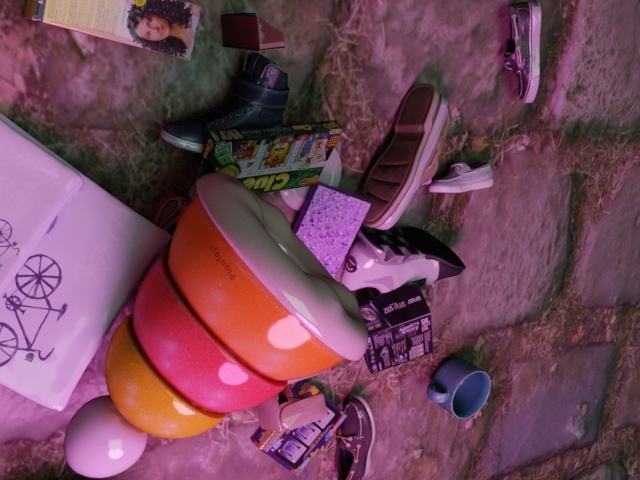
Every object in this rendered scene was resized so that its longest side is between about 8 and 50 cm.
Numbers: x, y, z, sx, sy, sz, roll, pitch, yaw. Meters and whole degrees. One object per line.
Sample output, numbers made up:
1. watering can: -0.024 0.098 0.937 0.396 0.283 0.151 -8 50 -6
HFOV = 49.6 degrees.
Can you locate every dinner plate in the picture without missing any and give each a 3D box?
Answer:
1. dinner plate: -0.015 -0.121 1.300 0.141 0.017 0.141 -14 115 -32

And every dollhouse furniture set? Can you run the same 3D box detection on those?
1. dollhouse furniture set: -0.130 0.226 1.240 0.161 0.212 0.242 -11 88 -34

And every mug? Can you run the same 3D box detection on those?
1. mug: 0.325 0.347 1.677 0.157 0.097 0.129 40 84 -38

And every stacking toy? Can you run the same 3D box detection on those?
1. stacking toy: -0.201 0.166 1.029 0.480 0.351 0.350 -41 128 4

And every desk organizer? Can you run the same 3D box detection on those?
1. desk organizer: -0.107 -0.326 1.078 0.047 0.130 0.050 -16 115 -29

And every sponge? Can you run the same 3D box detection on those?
1. sponge: 0.000 0.000 1.322 0.117 0.031 0.210 19 104 -25

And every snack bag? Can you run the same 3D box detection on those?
1. snack bag: -0.413 0.033 0.949 0.342 0.037 0.323 39 65 -26

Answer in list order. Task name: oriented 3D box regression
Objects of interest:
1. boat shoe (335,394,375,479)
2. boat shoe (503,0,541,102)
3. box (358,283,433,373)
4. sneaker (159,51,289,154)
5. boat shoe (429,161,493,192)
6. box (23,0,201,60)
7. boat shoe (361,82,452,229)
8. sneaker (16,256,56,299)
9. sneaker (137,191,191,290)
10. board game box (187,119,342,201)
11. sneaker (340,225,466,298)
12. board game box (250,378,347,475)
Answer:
1. boat shoe: 0.071 0.451 1.548 0.068 0.081 0.228 -19 121 -33
2. boat shoe: 0.424 -0.397 1.474 0.070 0.078 0.219 -7 121 4
3. box: 0.151 0.186 1.434 0.147 0.078 0.180 -19 145 -2
4. sneaker: -0.146 -0.222 1.110 0.226 0.086 0.164 -8 124 -43
5. boat shoe: 0.305 -0.138 1.494 0.184 0.066 0.063 -11 100 -30
6. box: -0.292 -0.328 0.992 0.232 0.058 0.087 5 105 -36
7. boat shoe: 0.180 -0.150 1.357 0.103 0.113 0.302 30 84 -42
8. sneaker: -0.445 0.018 0.995 0.297 0.111 0.129 6 99 -38
9. sneaker: -0.246 0.039 1.150 0.088 0.092 0.225 -3 111 -34
10. board game box: -0.088 -0.133 1.157 0.259 0.030 0.136 -13 147 -39
11. sneaker: 0.166 0.056 1.451 0.330 0.122 0.146 8 123 -41
12. board game box: -0.043 0.394 1.466 0.170 0.048 0.141 -48 126 -10
